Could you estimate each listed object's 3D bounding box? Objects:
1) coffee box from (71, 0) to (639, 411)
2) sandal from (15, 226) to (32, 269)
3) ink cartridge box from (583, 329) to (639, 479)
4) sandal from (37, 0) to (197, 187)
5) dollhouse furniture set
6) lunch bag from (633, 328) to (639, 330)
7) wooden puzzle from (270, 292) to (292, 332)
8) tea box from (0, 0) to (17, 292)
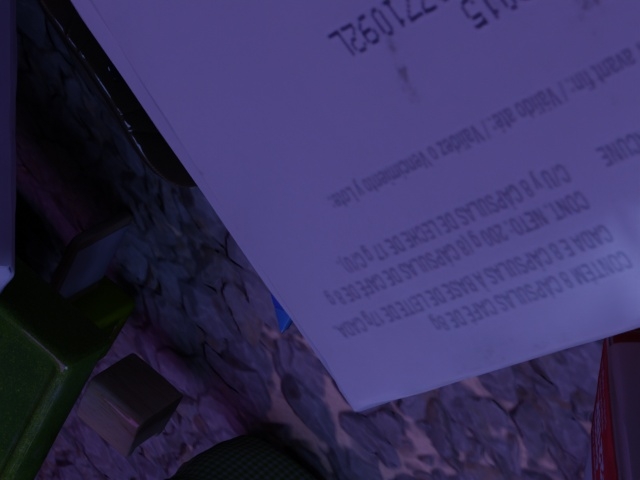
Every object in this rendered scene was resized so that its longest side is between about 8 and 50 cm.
[{"bbox_3d":[0.105,-0.206,0.503,0.338,0.334,0.337,56,147,-7],"label":"coffee box"},{"bbox_3d":[-0.279,-0.026,1.455,0.254,0.054,0.097,45,141,31],"label":"sandal"},{"bbox_3d":[0.214,0.173,0.850,0.197,0.114,0.273,1,133,1],"label":"ink cartridge box"},{"bbox_3d":[-0.113,-0.133,1.117,0.219,0.090,0.060,62,170,-26],"label":"sandal"},{"bbox_3d":[-0.085,0.129,1.236,0.301,0.197,0.151,39,126,15],"label":"dollhouse furniture set"},{"bbox_3d":[0.068,-0.085,0.885,0.293,0.120,0.258,-8,109,56],"label":"lunch bag"},{"bbox_3d":[0.007,0.020,0.937,0.116,0.014,0.078,6,119,55],"label":"wooden puzzle"},{"bbox_3d":[-0.327,-0.088,1.151,0.323,0.220,0.329,142,130,-58],"label":"tea box"}]
